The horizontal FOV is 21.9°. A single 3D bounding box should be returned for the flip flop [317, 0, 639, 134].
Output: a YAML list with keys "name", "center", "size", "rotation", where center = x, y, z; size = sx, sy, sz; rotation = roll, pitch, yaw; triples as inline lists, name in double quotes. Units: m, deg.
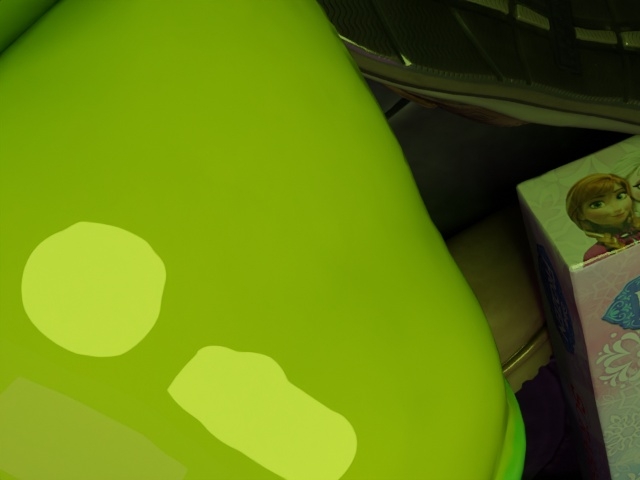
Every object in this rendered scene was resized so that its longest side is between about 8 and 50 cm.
- name: "flip flop"
  center: [0.061, -0.096, 0.697]
  size: [0.277, 0.112, 0.080]
  rotation: [10, 158, -38]

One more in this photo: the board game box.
- name: "board game box"
  center: [0.279, 0.034, 0.864]
  size: [0.319, 0.066, 0.318]
  rotation: [-24, 136, -3]

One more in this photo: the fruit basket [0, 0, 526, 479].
- name: "fruit basket"
  center: [-0.113, -0.054, 0.409]
  size: [0.392, 0.283, 0.392]
  rotation: [5, 150, 3]

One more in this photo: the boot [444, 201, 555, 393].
- name: "boot"
  center: [0.000, 0.000, 0.812]
  size: [0.236, 0.089, 0.269]
  rotation: [-45, 129, -5]
